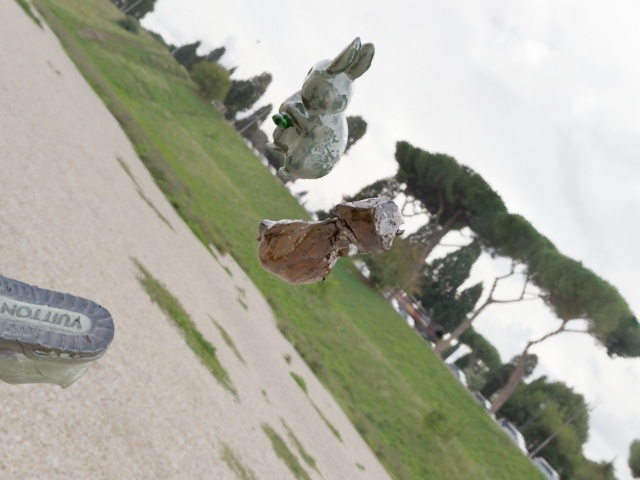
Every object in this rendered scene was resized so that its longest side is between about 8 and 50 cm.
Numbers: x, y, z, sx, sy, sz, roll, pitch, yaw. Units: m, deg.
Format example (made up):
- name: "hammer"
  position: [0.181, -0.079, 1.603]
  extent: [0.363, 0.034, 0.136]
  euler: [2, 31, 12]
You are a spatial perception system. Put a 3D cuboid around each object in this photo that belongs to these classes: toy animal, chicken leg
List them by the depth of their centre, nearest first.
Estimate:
- name: "chicken leg"
  position: [0.000, 0.000, 0.793]
  extent: [0.113, 0.093, 0.304]
  euler: [23, -19, -20]
- name: "toy animal"
  position: [0.005, -0.205, 0.948]
  extent: [0.138, 0.236, 0.108]
  euler: [11, 29, -37]

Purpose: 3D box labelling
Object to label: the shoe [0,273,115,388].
- name: "shoe"
  position: [-0.412, 0.114, 0.762]
  extent: [0.293, 0.149, 0.109]
  euler: [18, 42, -19]
